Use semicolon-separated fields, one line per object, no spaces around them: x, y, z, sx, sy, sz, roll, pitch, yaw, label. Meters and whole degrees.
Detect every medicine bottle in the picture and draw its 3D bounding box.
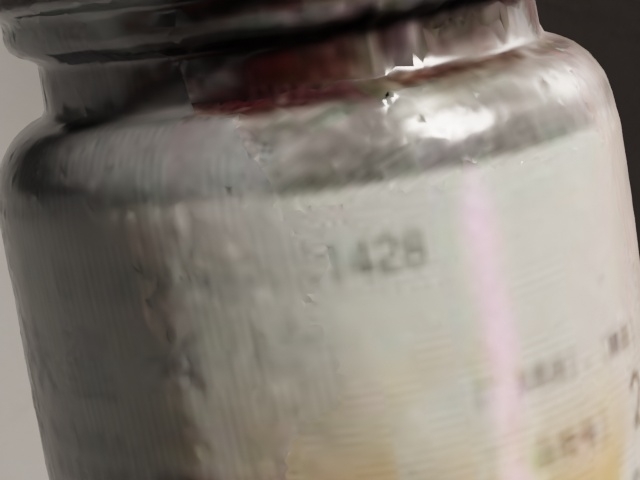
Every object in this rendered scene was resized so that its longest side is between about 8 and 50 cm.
0.000;0.000;0.504;0.165;0.165;0.273;-10;101;4;medicine bottle
